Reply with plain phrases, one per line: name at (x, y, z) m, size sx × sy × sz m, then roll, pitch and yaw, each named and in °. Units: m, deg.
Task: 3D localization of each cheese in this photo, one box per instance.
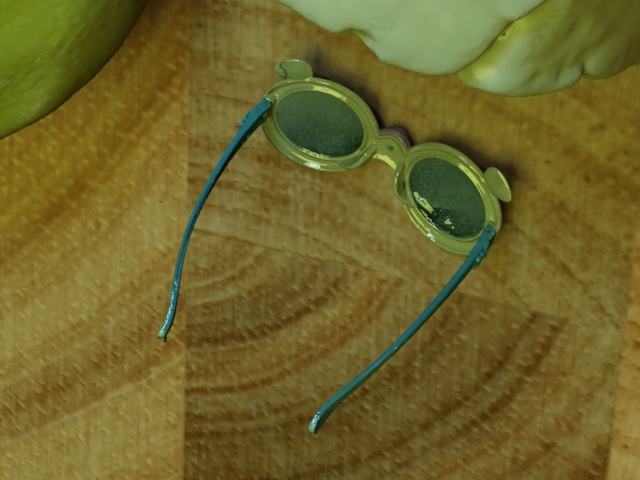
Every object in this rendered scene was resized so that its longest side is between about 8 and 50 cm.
cheese at (0.065, -0.219, 1.084) m, size 0.332 × 0.292 × 0.153 m, roll 30°, pitch 122°, yaw 4°

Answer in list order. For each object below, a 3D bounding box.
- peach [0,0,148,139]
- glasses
peach at (-0.255, -0.212, 1.251) m, size 0.315 × 0.281 × 0.314 m, roll -7°, pitch 103°, yaw 20°
glasses at (-0.003, 0.014, 1.293) m, size 0.189 × 0.220 × 0.088 m, roll 30°, pitch 161°, yaw 9°
